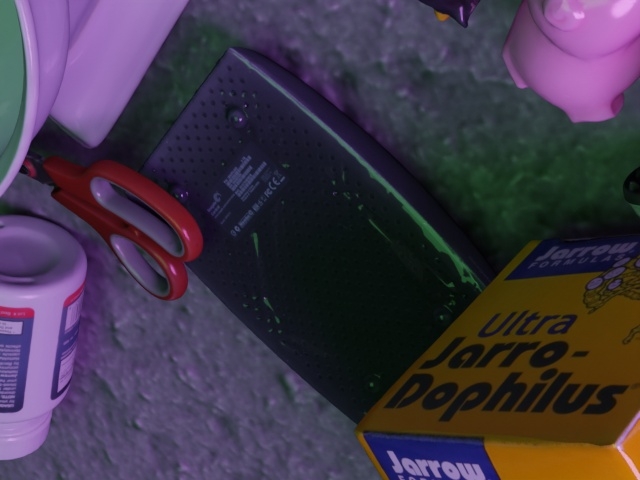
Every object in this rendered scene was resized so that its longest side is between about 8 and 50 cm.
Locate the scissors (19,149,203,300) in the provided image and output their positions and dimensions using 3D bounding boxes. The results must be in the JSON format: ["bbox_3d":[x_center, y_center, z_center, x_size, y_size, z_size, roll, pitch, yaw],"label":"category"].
[{"bbox_3d":[-0.199,-0.057,0.987,0.297,0.021,0.109,35,147,20],"label":"scissors"}]

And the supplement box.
[{"bbox_3d":[0.217,0.188,0.775,0.194,0.195,0.357,-8,118,52],"label":"supplement box"}]

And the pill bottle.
[{"bbox_3d":[-0.247,0.080,1.066,0.108,0.108,0.180,24,124,15],"label":"pill bottle"}]

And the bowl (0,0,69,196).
[{"bbox_3d":[-0.269,-0.163,0.873,0.297,0.134,0.298,13,121,23],"label":"bowl"}]

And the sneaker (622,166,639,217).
[{"bbox_3d":[0.294,-0.006,0.758,0.234,0.078,0.106,-6,115,34],"label":"sneaker"}]

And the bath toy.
[{"bbox_3d":[0.125,-0.127,0.715,0.348,0.151,0.129,39,110,18],"label":"bath toy"}]

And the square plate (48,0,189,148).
[{"bbox_3d":[-0.214,-0.276,0.899,0.344,0.049,0.347,42,127,2],"label":"square plate"}]

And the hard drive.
[{"bbox_3d":[0.000,0.000,0.925,0.254,0.054,0.172,44,127,3],"label":"hard drive"}]
